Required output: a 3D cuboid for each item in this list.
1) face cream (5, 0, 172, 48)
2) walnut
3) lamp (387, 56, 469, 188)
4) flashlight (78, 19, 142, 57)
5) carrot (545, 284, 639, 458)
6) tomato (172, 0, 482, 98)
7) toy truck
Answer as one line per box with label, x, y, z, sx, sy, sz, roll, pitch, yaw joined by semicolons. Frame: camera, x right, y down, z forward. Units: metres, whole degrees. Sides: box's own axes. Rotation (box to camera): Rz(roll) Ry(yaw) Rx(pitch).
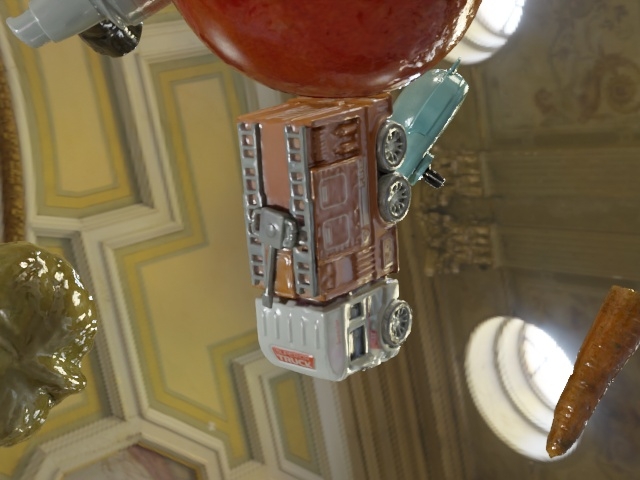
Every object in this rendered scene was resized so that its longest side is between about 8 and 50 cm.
face cream;-0.194;-0.266;0.882;0.252;0.101;0.101;-32;-66;2
walnut;-0.456;0.145;1.265;0.282;0.277;0.253;-35;-69;-21
lamp;0.214;-0.240;1.861;0.147;0.209;0.283;15;-106;-3
flashlight;-0.328;-0.338;1.117;0.424;0.103;0.103;39;-117;-78
carrot;0.308;0.153;1.005;0.061;0.061;0.209;30;-91;-33
tomato;0.014;-0.201;0.467;0.201;0.139;0.233;21;-98;-2
toy truck;0.000;0.000;1.215;0.207;0.173;0.387;-24;-65;-49
